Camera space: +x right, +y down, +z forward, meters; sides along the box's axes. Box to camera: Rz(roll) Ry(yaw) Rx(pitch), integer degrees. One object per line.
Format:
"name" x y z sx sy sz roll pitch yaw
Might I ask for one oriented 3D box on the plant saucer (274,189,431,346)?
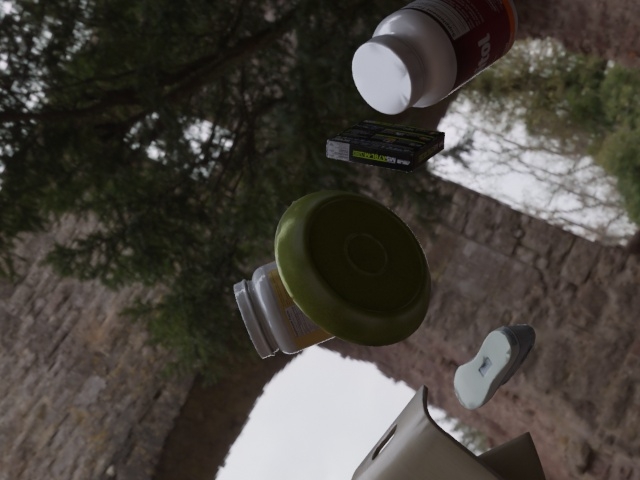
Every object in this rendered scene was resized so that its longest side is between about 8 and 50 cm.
"plant saucer" 0.055 0.025 1.100 0.241 0.241 0.037 -35 -8 -41

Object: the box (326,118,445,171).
"box" 0.136 -0.198 1.676 0.184 0.190 0.045 -35 -48 -56

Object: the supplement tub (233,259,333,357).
"supplement tub" -0.030 0.145 2.078 0.331 0.241 0.241 -22 -37 -1

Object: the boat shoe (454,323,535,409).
"boat shoe" 0.306 0.220 1.414 0.081 0.079 0.228 -13 -32 -26

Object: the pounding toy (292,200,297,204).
"pounding toy" 0.000 0.000 1.473 0.141 0.100 0.130 58 -146 -55

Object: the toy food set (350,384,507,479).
"toy food set" 0.205 0.366 1.116 0.092 0.306 0.220 -38 -17 -55

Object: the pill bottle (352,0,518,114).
"pill bottle" 0.100 -0.170 0.718 0.152 0.086 0.086 -37 -38 -34

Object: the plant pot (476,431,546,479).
"plant pot" 0.271 0.342 1.157 0.109 0.096 0.109 -28 -22 6
